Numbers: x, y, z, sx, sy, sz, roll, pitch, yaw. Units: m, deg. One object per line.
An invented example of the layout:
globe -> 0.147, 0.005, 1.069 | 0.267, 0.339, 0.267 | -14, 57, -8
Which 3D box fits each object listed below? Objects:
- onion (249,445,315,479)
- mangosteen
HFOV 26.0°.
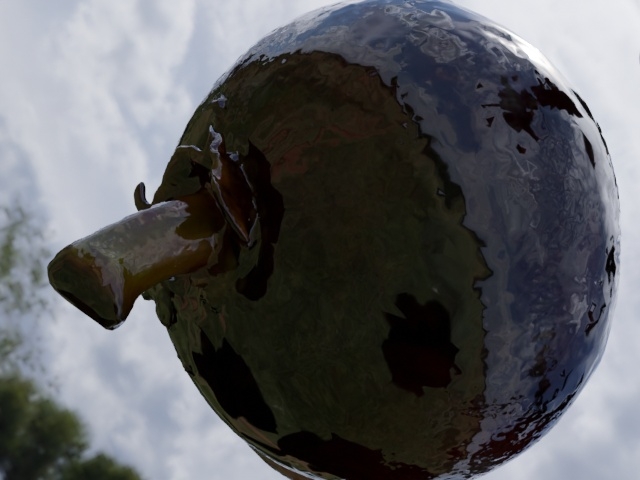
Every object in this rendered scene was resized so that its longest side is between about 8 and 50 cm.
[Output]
onion -> 0.040, 0.118, 1.323 | 0.276, 0.276, 0.276 | 45, -31, 37
mangosteen -> 0.000, 0.000, 0.629 | 0.235, 0.261, 0.235 | -2, -93, 52
